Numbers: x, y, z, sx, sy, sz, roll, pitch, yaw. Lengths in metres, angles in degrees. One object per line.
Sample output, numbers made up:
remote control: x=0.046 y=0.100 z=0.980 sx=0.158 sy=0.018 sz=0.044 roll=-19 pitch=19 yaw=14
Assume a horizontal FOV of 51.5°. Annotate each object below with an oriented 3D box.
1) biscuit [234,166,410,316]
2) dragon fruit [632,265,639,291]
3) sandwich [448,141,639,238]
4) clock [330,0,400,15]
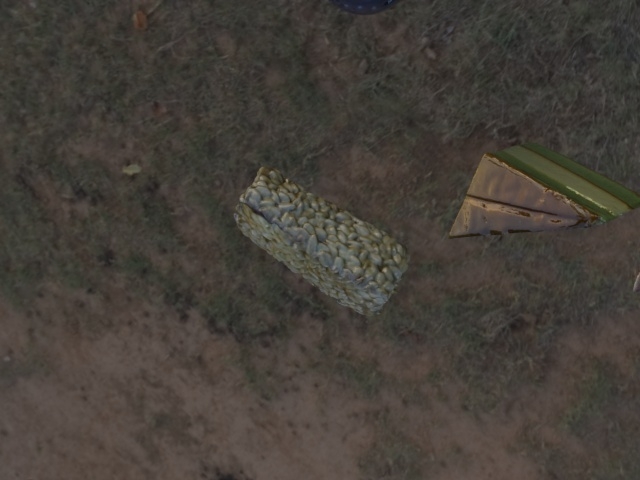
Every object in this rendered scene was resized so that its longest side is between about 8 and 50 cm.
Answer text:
biscuit: x=0.000 y=0.000 z=0.603 sx=0.168 sy=0.070 sz=0.082 roll=31 pitch=149 yaw=4
dragon fruit: x=0.288 y=0.006 z=0.324 sx=0.250 sy=0.315 sz=0.251 roll=14 pitch=113 yaw=35
sandwich: x=0.282 y=-0.026 z=0.845 sx=0.187 sy=0.117 sz=0.144 roll=40 pitch=135 yaw=37
clock: x=0.017 y=-0.372 z=0.782 sx=0.243 sy=0.199 sz=0.147 roll=39 pitch=90 yaw=8
